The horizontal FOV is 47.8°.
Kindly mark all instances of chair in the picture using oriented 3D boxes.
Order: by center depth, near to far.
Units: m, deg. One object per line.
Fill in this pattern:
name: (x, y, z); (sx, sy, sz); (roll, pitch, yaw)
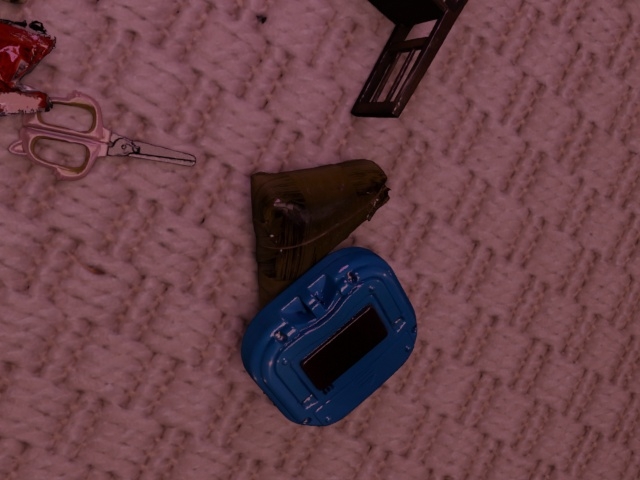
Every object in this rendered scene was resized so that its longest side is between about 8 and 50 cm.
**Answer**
chair: (0.125, -0.466, 1.336); (0.241, 0.203, 0.416); (35, 84, -26)

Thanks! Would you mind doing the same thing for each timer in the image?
timer: (0.028, 0.195, 1.403); (0.340, 0.115, 0.309); (-39, 128, -10)

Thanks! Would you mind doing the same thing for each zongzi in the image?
zongzi: (0.000, 0.000, 1.408); (0.274, 0.145, 0.299); (-12, 119, -24)

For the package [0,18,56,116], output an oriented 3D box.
package: (-0.572, -0.286, 1.173); (0.270, 0.071, 0.193); (5, 82, -17)

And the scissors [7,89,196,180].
scissors: (-0.378, -0.171, 1.284); (0.318, 0.024, 0.160); (11, 92, -21)

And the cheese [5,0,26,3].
cheese: (-0.566, -0.487, 1.134); (0.255, 0.127, 0.050); (33, 41, -12)
